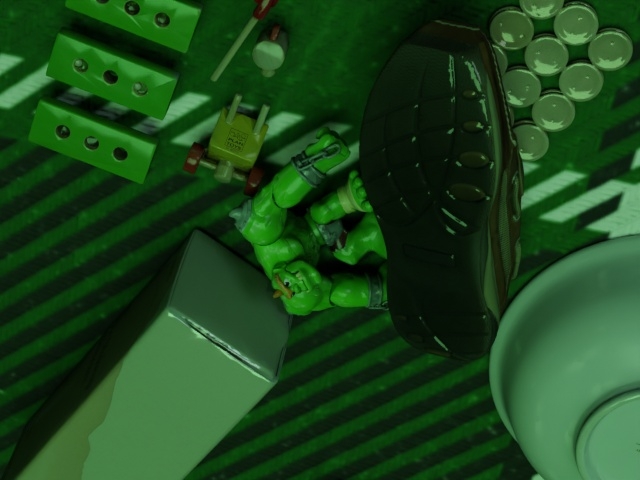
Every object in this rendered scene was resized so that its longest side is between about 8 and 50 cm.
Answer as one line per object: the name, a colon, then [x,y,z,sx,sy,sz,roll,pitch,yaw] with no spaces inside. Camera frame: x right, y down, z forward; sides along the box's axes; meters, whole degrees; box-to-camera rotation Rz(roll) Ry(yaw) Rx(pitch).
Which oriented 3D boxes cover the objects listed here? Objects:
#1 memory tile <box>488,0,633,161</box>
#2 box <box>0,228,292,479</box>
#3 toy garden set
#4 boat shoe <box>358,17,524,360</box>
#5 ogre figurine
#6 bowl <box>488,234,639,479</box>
memory tile: [0.177,-0.143,1.358,0.113,0.012,0.148,33,121,-13]
box: [-0.165,0.153,1.514,0.121,0.148,0.311,35,118,-13]
toy garden set: [-0.117,-0.158,1.371,0.204,0.049,0.244,21,122,-3]
boat shoe: [0.111,-0.048,1.359,0.123,0.120,0.324,17,135,22]
ogre figurine: [0.000,0.000,1.424,0.118,0.096,0.197,-25,150,5]
bowl: [0.299,0.153,1.456,0.298,0.134,0.297,3,123,5]
